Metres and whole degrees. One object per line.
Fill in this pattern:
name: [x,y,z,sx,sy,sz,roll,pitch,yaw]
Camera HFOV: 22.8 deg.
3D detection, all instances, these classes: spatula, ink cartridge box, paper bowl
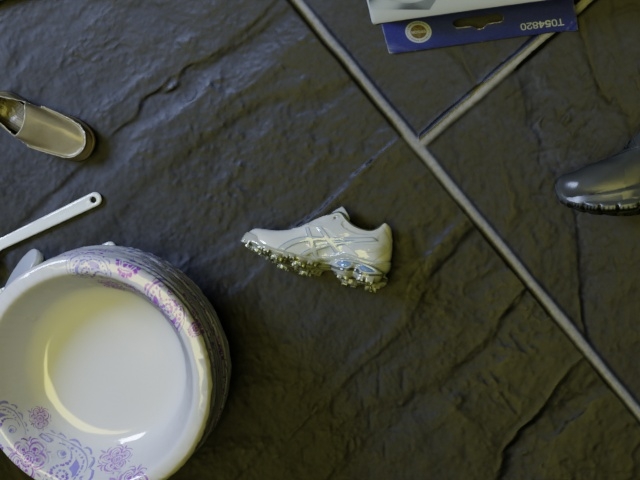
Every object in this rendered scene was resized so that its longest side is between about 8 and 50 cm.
spatula: [-0.345,0.046,1.928,0.242,0.019,0.168,-24,89,15]
ink cartridge box: [0.153,-0.296,1.695,0.223,0.045,0.224,-7,127,15]
paper bowl: [-0.244,0.145,1.842,0.284,0.148,0.284,2,100,12]

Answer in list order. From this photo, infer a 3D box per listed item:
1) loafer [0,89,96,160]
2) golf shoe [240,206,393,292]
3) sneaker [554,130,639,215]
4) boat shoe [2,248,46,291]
loafer: [-0.339,-0.135,1.890,0.148,0.050,0.056,22,101,11]
golf shoe: [0.000,0.000,1.824,0.176,0.069,0.086,14,79,9]
sneaker: [0.387,-0.102,1.696,0.286,0.109,0.130,-14,86,6]
boat shoe: [-0.362,0.076,1.911,0.040,0.049,0.142,24,104,-28]
